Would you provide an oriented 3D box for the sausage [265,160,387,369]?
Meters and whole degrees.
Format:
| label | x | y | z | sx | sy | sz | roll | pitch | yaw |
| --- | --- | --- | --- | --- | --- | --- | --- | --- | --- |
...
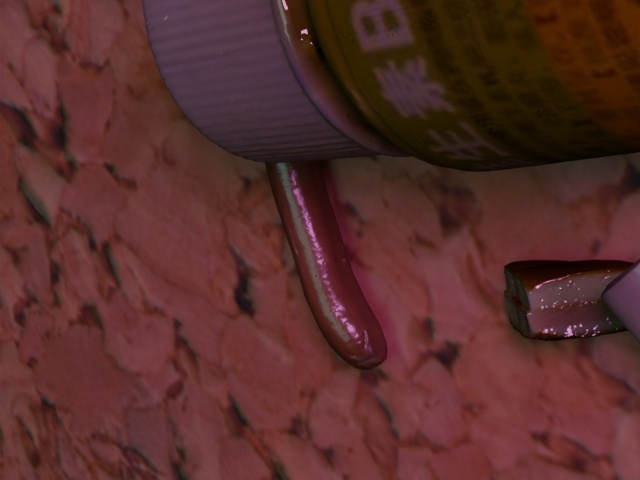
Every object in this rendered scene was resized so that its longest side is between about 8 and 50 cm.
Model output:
| label | x | y | z | sx | sy | sz | roll | pitch | yaw |
| --- | --- | --- | --- | --- | --- | --- | --- | --- | --- |
| sausage | 0.000 | 0.000 | 1.148 | 0.043 | 0.043 | 0.186 | -18 | 90 | 44 |

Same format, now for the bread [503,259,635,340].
| label | x | y | z | sx | sy | sz | roll | pitch | yaw |
| --- | --- | --- | --- | --- | --- | --- | --- | --- | --- |
| bread | 0.143 | 0.036 | 1.014 | 0.109 | 0.062 | 0.043 | -1 | 102 | 39 |

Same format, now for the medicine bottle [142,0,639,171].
| label | x | y | z | sx | sy | sz | roll | pitch | yaw |
| --- | --- | --- | --- | --- | --- | --- | --- | --- | --- |
| medicine bottle | 0.099 | -0.150 | 0.885 | 0.384 | 0.224 | 0.224 | -5 | 100 | 44 |

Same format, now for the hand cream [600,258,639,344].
| label | x | y | z | sx | sy | sz | roll | pitch | yaw |
| --- | --- | --- | --- | --- | --- | --- | --- | --- | --- |
| hand cream | 0.261 | 0.097 | 0.921 | 0.248 | 0.083 | 0.133 | 48 | 133 | 9 |
